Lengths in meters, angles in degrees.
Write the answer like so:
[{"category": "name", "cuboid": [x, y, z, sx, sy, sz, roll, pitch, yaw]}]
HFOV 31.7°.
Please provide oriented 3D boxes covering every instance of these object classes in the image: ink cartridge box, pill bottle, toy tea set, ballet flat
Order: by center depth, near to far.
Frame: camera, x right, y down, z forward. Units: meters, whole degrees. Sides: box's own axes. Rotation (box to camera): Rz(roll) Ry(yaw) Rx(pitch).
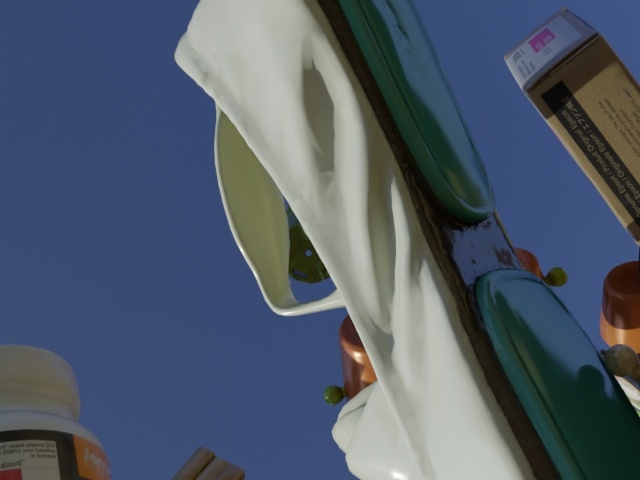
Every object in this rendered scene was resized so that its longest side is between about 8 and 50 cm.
[{"category": "ballet flat", "cuboid": [0.044, 0.030, 0.535, 0.139, 0.139, 0.400, -17, -108, -30]}, {"category": "pill bottle", "cuboid": [-0.230, 0.228, 0.841, 0.162, 0.162, 0.278, 9, -133, -33]}, {"category": "toy tea set", "cuboid": [0.170, 0.101, 1.059, 0.200, 0.336, 0.124, -54, -41, -42]}, {"category": "ink cartridge box", "cuboid": [0.274, -0.116, 1.095, 0.088, 0.234, 0.193, -38, -80, 15]}]

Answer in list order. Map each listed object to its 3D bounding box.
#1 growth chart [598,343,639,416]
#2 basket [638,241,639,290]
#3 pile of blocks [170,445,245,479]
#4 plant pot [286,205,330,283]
[{"category": "growth chart", "cuboid": [0.188, 0.108, 0.636, 0.172, 0.237, 0.021, 38, -98, -4]}, {"category": "basket", "cuboid": [0.291, 0.046, 0.504, 0.154, 0.227, 0.204, -36, -75, -49]}, {"category": "pile of blocks", "cuboid": [-0.168, 0.340, 1.163, 0.362, 0.113, 0.148, -17, -55, -64]}, {"category": "plant pot", "cuboid": [0.000, 0.000, 0.935, 0.079, 0.083, 0.083, -50, -50, -68]}]
